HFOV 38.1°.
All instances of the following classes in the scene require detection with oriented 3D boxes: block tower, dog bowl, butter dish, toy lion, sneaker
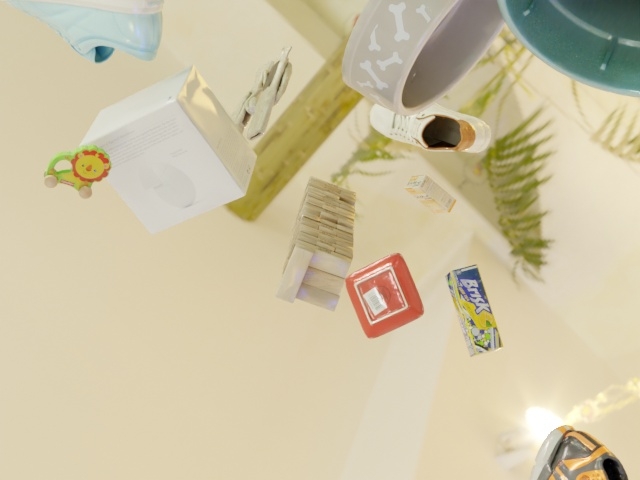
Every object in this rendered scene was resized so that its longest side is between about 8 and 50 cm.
[{"bbox_3d":[0.000,0.000,1.491,0.097,0.091,0.335,20,-158,-3],"label":"block tower"},{"bbox_3d":[0.189,-0.345,1.466,0.102,0.349,0.348,42,-156,16],"label":"dog bowl"},{"bbox_3d":[0.161,0.127,2.141,0.118,0.159,0.160,5,-119,-65],"label":"butter dish"},{"bbox_3d":[-0.415,-0.125,1.597,0.100,0.096,0.034,18,-152,-28],"label":"toy lion"},{"bbox_3d":[-0.445,-0.397,1.681,0.365,0.150,0.135,16,-155,28],"label":"sneaker"},{"bbox_3d":[0.454,0.516,1.697,0.124,0.321,0.180,8,-167,-41],"label":"sneaker"},{"bbox_3d":[0.208,-0.251,1.959,0.290,0.106,0.123,16,-164,36],"label":"sneaker"}]

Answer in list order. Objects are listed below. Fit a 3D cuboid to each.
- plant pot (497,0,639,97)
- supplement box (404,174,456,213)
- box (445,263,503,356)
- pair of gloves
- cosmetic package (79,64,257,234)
[{"bbox_3d":[0.479,-0.443,1.351,0.341,0.334,0.341,25,162,9],"label":"plant pot"},{"bbox_3d":[0.241,-0.101,2.032,0.098,0.036,0.062,37,164,-21],"label":"supplement box"},{"bbox_3d":[0.296,0.136,1.792,0.054,0.059,0.169,110,145,-76],"label":"box"},{"bbox_3d":[-0.131,-0.295,1.908,0.042,0.204,0.240,28,170,-19],"label":"pair of gloves"},{"bbox_3d":[-0.277,-0.165,1.714,0.225,0.224,0.138,55,-153,-31],"label":"cosmetic package"}]
